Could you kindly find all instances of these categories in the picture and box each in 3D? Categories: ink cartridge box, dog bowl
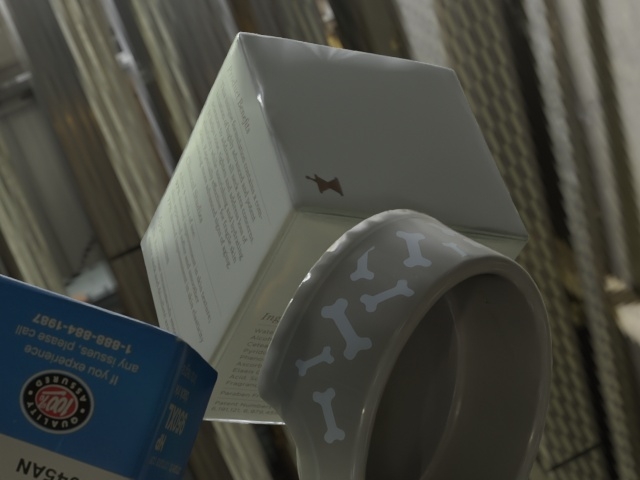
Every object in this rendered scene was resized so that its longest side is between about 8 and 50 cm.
[{"bbox_3d":[-0.270,0.213,0.963,0.286,0.394,0.166,18,170,6],"label":"ink cartridge box"},{"bbox_3d":[0.085,0.152,1.323,0.102,0.349,0.348,14,136,36],"label":"dog bowl"}]

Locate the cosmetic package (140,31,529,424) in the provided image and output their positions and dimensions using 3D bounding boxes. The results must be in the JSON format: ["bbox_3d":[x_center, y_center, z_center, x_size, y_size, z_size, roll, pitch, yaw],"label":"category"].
[{"bbox_3d":[0.000,0.000,1.955,0.393,0.327,0.329,-60,34,38],"label":"cosmetic package"}]
